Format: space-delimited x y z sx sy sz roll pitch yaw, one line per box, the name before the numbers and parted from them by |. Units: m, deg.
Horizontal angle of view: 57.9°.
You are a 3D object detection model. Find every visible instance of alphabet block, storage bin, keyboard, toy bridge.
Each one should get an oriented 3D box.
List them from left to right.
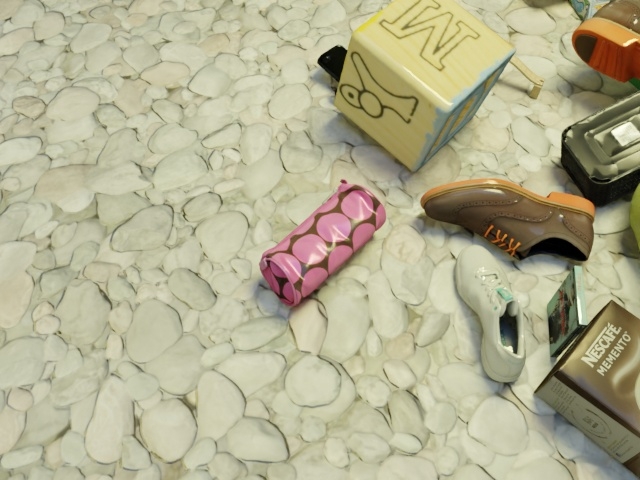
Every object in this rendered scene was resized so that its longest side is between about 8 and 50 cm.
keyboard | 0.067 -0.285 1.091 0.100 0.038 0.192 -38 74 -28
alphabet block | 0.166 -0.272 0.972 0.197 0.192 0.193 43 65 10
toy bridge | 0.333 -0.332 1.097 0.188 0.063 0.026 27 63 16
storage bin | 0.498 -0.154 0.940 0.180 0.084 0.122 -26 60 8

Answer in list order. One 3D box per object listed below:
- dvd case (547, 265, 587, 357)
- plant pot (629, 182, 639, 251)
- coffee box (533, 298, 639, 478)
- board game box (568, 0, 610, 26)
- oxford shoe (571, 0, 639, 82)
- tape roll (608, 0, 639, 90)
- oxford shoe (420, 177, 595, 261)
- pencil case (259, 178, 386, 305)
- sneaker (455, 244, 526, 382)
dvd case | 0.339 0.101 0.799 0.013 0.119 0.087 7 60 5
plant pot | 0.580 -0.039 0.779 0.276 0.254 0.276 1 86 -9
coffee box | 0.428 0.216 0.739 0.246 0.098 0.141 39 66 21
board game box | 0.597 -0.469 1.180 0.194 0.060 0.194 -12 59 -8
oxford shoe | 0.595 -0.295 0.922 0.133 0.130 0.363 -46 62 -2
tape roll | 0.704 -0.403 1.074 0.321 0.077 0.321 0 77 1
oxford shoe | 0.289 -0.028 0.895 0.271 0.097 0.098 7 65 5
pencil case | 0.000 0.000 0.883 0.209 0.095 0.098 -43 102 -24
sneaker | 0.252 0.086 0.824 0.080 0.094 0.212 -8 59 -3
